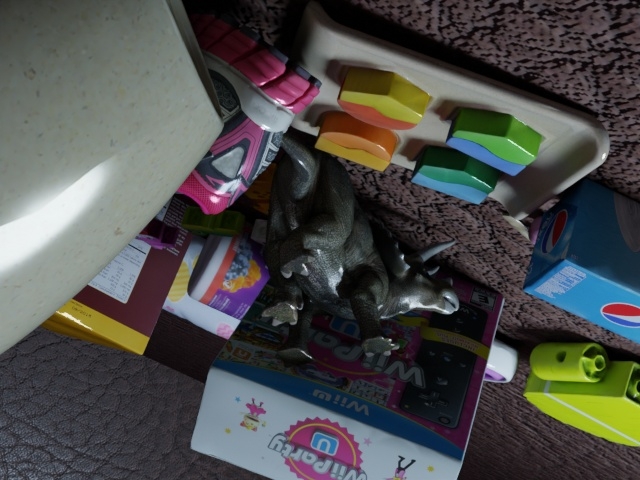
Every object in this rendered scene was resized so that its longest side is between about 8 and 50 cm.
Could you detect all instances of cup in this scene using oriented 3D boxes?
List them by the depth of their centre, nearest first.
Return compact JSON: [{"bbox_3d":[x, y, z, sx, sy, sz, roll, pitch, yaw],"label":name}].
[{"bbox_3d":[-0.191,-0.095,0.609,0.237,0.331,0.331,-21,160,1],"label":"cup"}]

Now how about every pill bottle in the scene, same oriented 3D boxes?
[{"bbox_3d":[-0.042,0.053,1.283,0.193,0.108,0.108,25,166,-11],"label":"pill bottle"}]

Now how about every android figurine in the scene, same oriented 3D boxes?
[{"bbox_3d":[0.341,0.181,1.277,0.248,0.056,0.273,28,164,-22],"label":"android figurine"}]

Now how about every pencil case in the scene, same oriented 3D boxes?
[{"bbox_3d":[-0.164,0.047,1.441,0.273,0.113,0.124,25,176,-7],"label":"pencil case"}]

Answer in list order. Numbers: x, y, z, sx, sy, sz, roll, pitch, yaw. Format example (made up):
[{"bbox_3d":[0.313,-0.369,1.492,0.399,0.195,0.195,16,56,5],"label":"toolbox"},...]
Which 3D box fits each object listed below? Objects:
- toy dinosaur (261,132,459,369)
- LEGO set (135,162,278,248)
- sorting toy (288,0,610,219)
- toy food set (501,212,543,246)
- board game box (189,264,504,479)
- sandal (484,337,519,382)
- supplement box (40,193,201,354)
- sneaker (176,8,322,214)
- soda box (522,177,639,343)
[{"bbox_3d":[0.000,0.000,0.942,0.121,0.160,0.313,-20,133,24],"label":"toy dinosaur"},{"bbox_3d":[-0.083,-0.029,1.104,0.227,0.087,0.093,7,163,29],"label":"LEGO set"},{"bbox_3d":[0.070,-0.075,0.782,0.208,0.038,0.193,24,166,-3],"label":"sorting toy"},{"bbox_3d":[0.204,0.004,0.905,0.122,0.019,0.078,8,160,44],"label":"toy food set"},{"bbox_3d":[0.039,0.116,1.066,0.224,0.097,0.303,20,-151,6],"label":"board game box"},{"bbox_3d":[0.101,0.160,1.473,0.169,0.102,0.416,26,166,-14],"label":"sandal"},{"bbox_3d":[-0.249,-0.003,1.215,0.191,0.194,0.129,6,159,48],"label":"supplement box"},{"bbox_3d":[-0.123,-0.097,0.810,0.121,0.112,0.299,34,172,-29],"label":"sneaker"},{"bbox_3d":[0.258,0.038,0.823,0.210,0.071,0.067,25,153,-8],"label":"soda box"}]
